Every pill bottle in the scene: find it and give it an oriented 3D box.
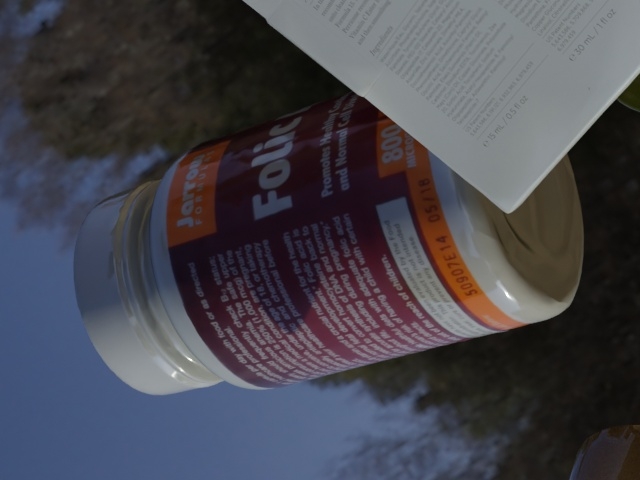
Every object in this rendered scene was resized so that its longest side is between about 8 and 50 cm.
[{"bbox_3d":[0.000,0.000,1.349,0.224,0.392,0.224,35,-133,-48],"label":"pill bottle"}]

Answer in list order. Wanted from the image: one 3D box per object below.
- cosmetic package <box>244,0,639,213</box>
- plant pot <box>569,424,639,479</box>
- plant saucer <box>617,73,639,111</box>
[{"bbox_3d":[0.095,-0.228,0.801,0.284,0.377,0.097,38,-135,-1],"label":"cosmetic package"},{"bbox_3d":[0.312,0.348,1.521,0.237,0.237,0.254,48,-128,-24],"label":"plant pot"},{"bbox_3d":[0.368,-0.234,1.575,0.241,0.241,0.037,40,-168,-43],"label":"plant saucer"}]
